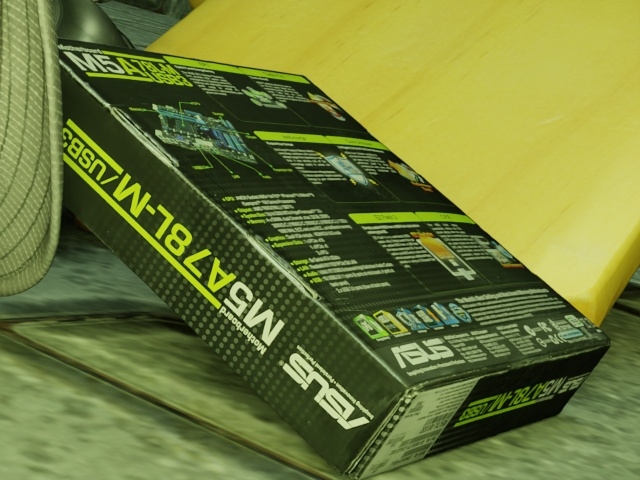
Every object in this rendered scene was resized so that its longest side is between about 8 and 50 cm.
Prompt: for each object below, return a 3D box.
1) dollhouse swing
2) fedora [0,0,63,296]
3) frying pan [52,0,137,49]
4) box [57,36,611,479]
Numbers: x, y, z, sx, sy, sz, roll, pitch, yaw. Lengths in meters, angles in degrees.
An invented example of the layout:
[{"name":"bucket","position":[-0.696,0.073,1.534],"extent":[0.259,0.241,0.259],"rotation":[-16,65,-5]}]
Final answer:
[{"name":"dollhouse swing","position":[0.070,-0.009,0.903],"extent":[0.346,0.305,0.315],"rotation":[18,-32,25]},{"name":"fedora","position":[-0.197,-0.086,0.513],"extent":[0.124,0.275,0.243],"rotation":[-27,43,-37]},{"name":"frying pan","position":[-0.126,-0.100,0.766],"extent":[0.326,0.053,0.197],"rotation":[-23,40,-26]},{"name":"box","position":[0.000,0.000,0.593],"extent":[0.184,0.045,0.190],"rotation":[40,19,21]}]
